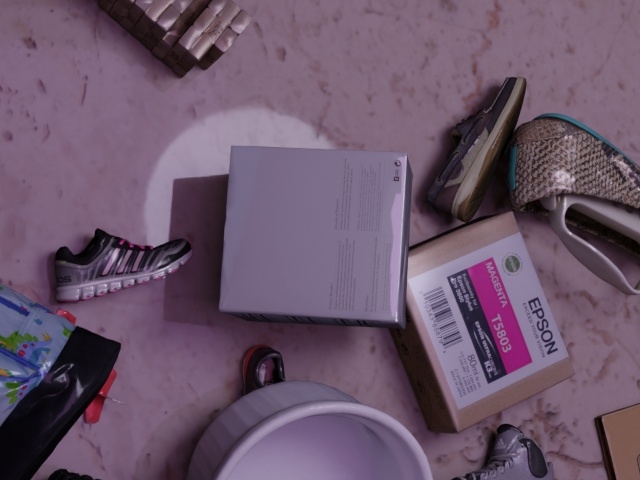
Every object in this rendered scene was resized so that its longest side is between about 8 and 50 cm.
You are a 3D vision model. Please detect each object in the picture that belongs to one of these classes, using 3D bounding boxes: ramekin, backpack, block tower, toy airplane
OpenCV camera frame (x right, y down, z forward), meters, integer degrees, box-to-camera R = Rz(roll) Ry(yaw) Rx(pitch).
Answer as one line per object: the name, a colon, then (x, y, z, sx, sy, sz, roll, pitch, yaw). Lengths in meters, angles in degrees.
ramekin: (-0.021, 0.294, 1.399, 0.277, 0.135, 0.277, -5, 105, -20)
backpack: (-0.433, 0.129, 1.201, 0.355, 0.273, 0.290, 41, 112, -1)
block tower: (-0.242, -0.332, 1.440, 0.335, 0.097, 0.091, 40, 71, -12)
toy airplane: (-0.295, 0.158, 1.398, 0.151, 0.028, 0.151, 2, 85, -21)

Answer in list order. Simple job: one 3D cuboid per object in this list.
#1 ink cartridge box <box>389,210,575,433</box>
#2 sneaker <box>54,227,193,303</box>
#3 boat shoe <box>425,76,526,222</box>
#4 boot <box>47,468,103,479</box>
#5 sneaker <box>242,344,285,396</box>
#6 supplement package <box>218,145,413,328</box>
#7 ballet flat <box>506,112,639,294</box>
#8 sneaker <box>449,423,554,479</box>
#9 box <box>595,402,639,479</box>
ink cartridge box: (0.193, 0.103, 1.565, 0.193, 0.088, 0.235, -23, 92, -21)
sneaker: (-0.232, 0.017, 1.419, 0.170, 0.063, 0.075, -17, 96, -18)
boat shoe: (0.204, -0.130, 1.603, 0.073, 0.080, 0.224, 21, 69, 16)
boot: (-0.182, 0.405, 1.292, 0.348, 0.131, 0.260, 18, 77, 16)
sneaker: (-0.066, 0.203, 1.463, 0.061, 0.065, 0.158, -3, 85, -22)
supplement package: (0.000, 0.000, 1.428, 0.203, 0.149, 0.194, 3, 83, 7)
ballet flat: (0.449, 0.000, 1.631, 0.482, 0.164, 0.182, 23, 65, -16)
sneaker: (0.207, 0.295, 1.560, 0.228, 0.086, 0.132, 16, 73, -30)
box: (0.484, 0.298, 1.694, 0.201, 0.021, 0.164, -13, 89, -23)
